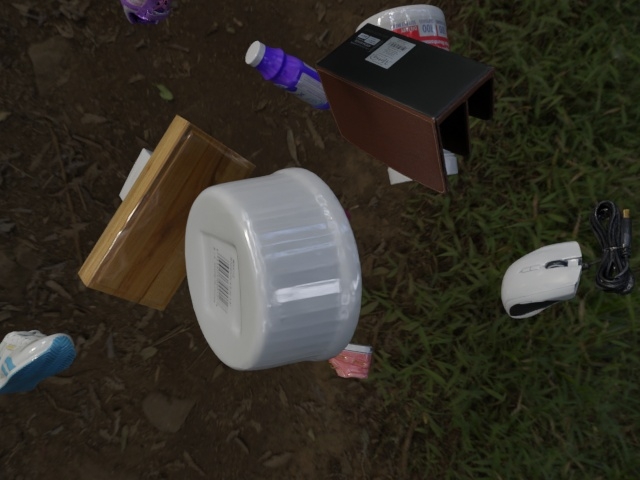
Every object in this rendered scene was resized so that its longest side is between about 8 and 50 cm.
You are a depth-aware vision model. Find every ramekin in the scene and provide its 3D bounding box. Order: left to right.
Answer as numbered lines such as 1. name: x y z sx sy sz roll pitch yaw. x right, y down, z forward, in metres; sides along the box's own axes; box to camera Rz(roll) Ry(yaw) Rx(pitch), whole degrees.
1. ramekin: -0.080 0.043 0.730 0.135 0.277 0.277 -9 83 -33

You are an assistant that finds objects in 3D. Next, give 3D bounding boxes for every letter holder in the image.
1. letter holder: 0.167 -0.251 1.033 0.152 0.214 0.302 -43 53 -14

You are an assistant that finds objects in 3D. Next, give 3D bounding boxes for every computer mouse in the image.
1. computer mouse: 0.249 0.035 0.576 0.042 0.193 0.106 21 61 -11

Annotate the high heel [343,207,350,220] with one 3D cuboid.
1. high heel: 0.000 0.000 1.097 0.244 0.082 0.117 -12 64 -51

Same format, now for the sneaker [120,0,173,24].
1. sneaker: -0.314 -0.475 1.024 0.095 0.237 0.104 -19 107 -42

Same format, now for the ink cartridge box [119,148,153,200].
1. ink cartridge box: -0.448 -0.132 1.554 0.171 0.233 0.168 24 100 -40

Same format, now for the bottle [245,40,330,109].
1. bottle: -0.078 -0.466 1.514 0.283 0.118 0.092 19 94 -38

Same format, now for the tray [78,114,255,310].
1. tray: -0.340 -0.051 1.210 0.203 0.076 0.410 31 92 -46

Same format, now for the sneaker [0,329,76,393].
1. sneaker: -0.494 0.192 0.902 0.229 0.087 0.092 -28 68 33

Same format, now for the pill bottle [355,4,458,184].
1. pill bottle: 0.230 -0.355 1.358 0.229 0.229 0.407 -11 94 -9

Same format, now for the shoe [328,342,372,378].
1. shoe: 0.035 0.284 1.291 0.178 0.063 0.081 6 84 16
